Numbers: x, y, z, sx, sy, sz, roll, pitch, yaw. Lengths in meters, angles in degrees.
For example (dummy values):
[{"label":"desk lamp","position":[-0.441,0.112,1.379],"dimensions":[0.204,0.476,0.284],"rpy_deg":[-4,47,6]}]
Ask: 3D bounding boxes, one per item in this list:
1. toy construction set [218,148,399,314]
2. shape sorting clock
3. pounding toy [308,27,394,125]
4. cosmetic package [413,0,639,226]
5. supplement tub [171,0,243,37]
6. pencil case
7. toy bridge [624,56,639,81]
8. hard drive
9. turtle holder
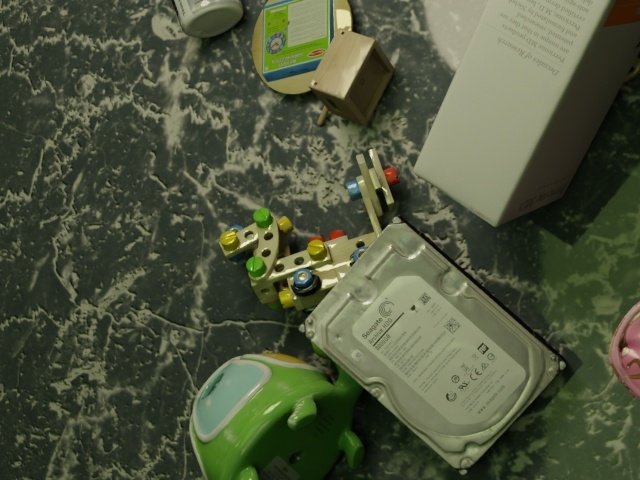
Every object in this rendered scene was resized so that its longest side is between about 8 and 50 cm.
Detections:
[{"label":"toy construction set","position":[0.000,0.000,1.824],"dimensions":[0.327,0.151,0.215],"rpy_deg":[-29,49,15]},{"label":"shape sorting clock","position":[-0.032,-0.350,1.915],"dimensions":[0.206,0.040,0.206],"rpy_deg":[-9,73,33]},{"label":"pounding toy","position":[0.041,-0.256,1.833],"dimensions":[0.100,0.141,0.130],"rpy_deg":[25,83,26]},{"label":"cosmetic package","position":[0.324,-0.263,1.549],"dimensions":[0.161,0.230,0.453],"rpy_deg":[36,122,23]},{"label":"supplement tub","position":[-0.217,-0.465,1.977],"dimensions":[0.117,0.117,0.190],"rpy_deg":[-27,75,23]},{"label":"pencil case","position":[0.480,0.142,1.420],"dimensions":[0.160,0.386,0.167],"rpy_deg":[43,103,22]},{"label":"toy bridge","position":[0.459,-0.278,1.668],"dimensions":[0.188,0.026,0.063],"rpy_deg":[-43,71,18]},{"label":"hard drive","position":[0.167,0.156,1.692],"dimensions":[0.339,0.064,0.237],"rpy_deg":[42,99,4]},{"label":"turtle holder","position":[-0.073,0.272,1.779],"dimensions":[0.227,0.243,0.320],"rpy_deg":[38,110,41]}]
